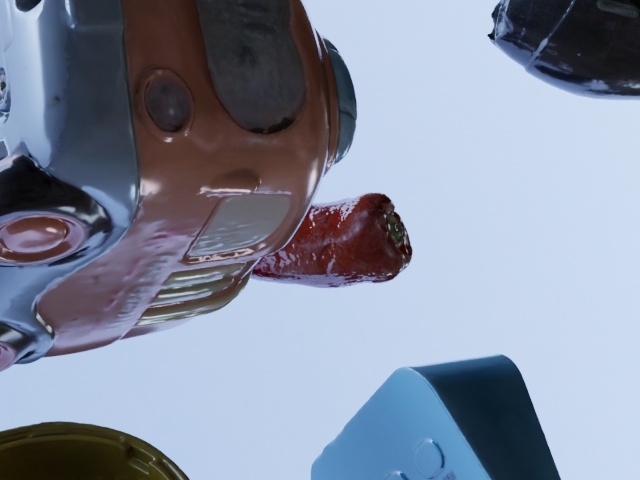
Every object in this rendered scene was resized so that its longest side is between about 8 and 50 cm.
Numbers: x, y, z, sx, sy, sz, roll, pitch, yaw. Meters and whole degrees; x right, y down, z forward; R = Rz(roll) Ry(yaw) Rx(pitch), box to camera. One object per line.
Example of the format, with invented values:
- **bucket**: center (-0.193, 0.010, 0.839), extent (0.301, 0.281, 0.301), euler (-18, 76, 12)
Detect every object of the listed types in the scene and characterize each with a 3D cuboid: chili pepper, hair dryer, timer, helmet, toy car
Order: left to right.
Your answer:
- **helmet**: center (-0.205, 0.255, 1.455), extent (0.140, 0.257, 0.205), euler (90, 175, -59)
- **toy car**: center (-0.098, -0.050, 0.962), extent (0.212, 0.270, 0.180), euler (0, -119, -25)
- **chili pepper**: center (0.000, 0.000, 1.330), extent (0.073, 0.123, 0.070), euler (65, -147, -48)
- **timer**: center (0.105, 0.241, 1.526), extent (0.091, 0.232, 0.250), euler (-6, -119, -31)
- **hair dryer**: center (0.257, -0.225, 1.485), extent (0.236, 0.091, 0.271), euler (13, -113, -8)
